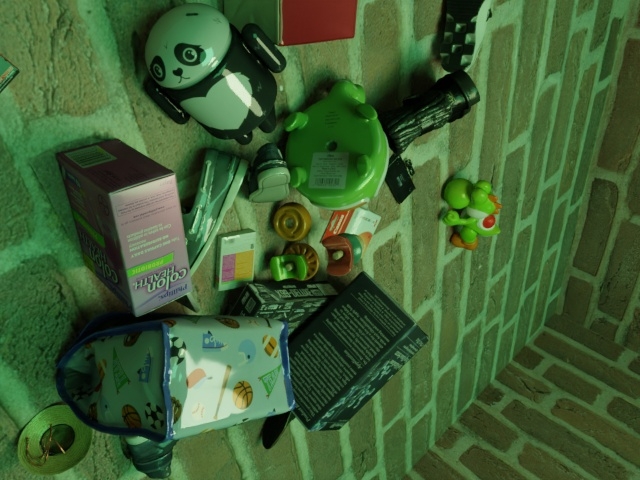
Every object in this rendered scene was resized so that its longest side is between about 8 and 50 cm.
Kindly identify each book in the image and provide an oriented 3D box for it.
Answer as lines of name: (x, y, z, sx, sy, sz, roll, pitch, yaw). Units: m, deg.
book: (-0.209, 0.048, 1.280, 0.096, 0.035, 0.144, -12, 121, -40)

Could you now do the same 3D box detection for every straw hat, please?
straw hat: (-0.553, 0.420, 1.104, 0.144, 0.144, 0.061, -41, 176, -22)

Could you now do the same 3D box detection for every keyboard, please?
keyboard: (0.253, -0.201, 1.638, 0.108, 0.023, 0.180, -47, 141, -7)

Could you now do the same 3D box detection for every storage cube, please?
storage cube: (-0.058, -0.487, 0.990, 0.193, 0.184, 0.214, -23, 129, -35)

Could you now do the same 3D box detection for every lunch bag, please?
lunch bag: (-0.302, 0.263, 1.073, 0.328, 0.386, 0.238, 11, 70, -49)

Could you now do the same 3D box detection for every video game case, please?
video game case: (-0.316, 0.104, 1.123, 0.011, 0.122, 0.087, -46, 140, -30)

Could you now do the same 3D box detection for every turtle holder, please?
turtle holder: (0.038, -0.219, 1.257, 0.243, 0.320, 0.227, -26, 159, 10)

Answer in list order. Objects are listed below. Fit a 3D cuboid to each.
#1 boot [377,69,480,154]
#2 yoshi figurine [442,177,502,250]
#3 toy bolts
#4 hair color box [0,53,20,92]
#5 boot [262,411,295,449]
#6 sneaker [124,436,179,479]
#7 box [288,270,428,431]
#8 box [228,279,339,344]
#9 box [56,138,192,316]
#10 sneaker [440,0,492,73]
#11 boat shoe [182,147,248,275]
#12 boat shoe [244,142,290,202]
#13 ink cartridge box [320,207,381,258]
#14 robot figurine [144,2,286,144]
boot: (0.286, -0.353, 1.476, 0.260, 0.131, 0.348, -34, 180, 9)
yoshi figurine: (0.538, -0.119, 1.925, 0.203, 0.203, 0.362, -13, 151, 5)
toy bolts: (0.000, 0.000, 1.361, 0.158, 0.229, 0.218, -26, 114, -65)
hair color box: (-0.514, -0.267, 0.739, 0.072, 0.043, 0.141, -54, 140, -7)
boot: (-0.104, 0.569, 1.679, 0.106, 0.082, 0.219, 24, 93, -49)
sneaker: (-0.370, 0.501, 1.327, 0.226, 0.086, 0.163, -18, 115, -29)
box: (0.083, 0.323, 1.477, 0.395, 0.212, 0.293, -45, 154, 0)
box: (-0.115, 0.224, 1.407, 0.307, 0.076, 0.242, 2, 127, -48)
box: (-0.347, -0.029, 0.934, 0.117, 0.214, 0.242, -27, 131, -36)
sneaker: (0.422, -0.639, 1.493, 0.146, 0.123, 0.330, -19, 126, -64)
boat shoe: (-0.265, -0.049, 1.127, 0.099, 0.116, 0.319, 26, 99, -16)
boat shoe: (-0.120, -0.140, 1.151, 0.095, 0.254, 0.079, -11, 82, -8)
ink cartridge box: (0.094, -0.032, 1.552, 0.179, 0.045, 0.145, 17, 99, -53)
robot figurine: (-0.190, -0.296, 0.964, 0.209, 0.174, 0.278, -52, 140, -5)
